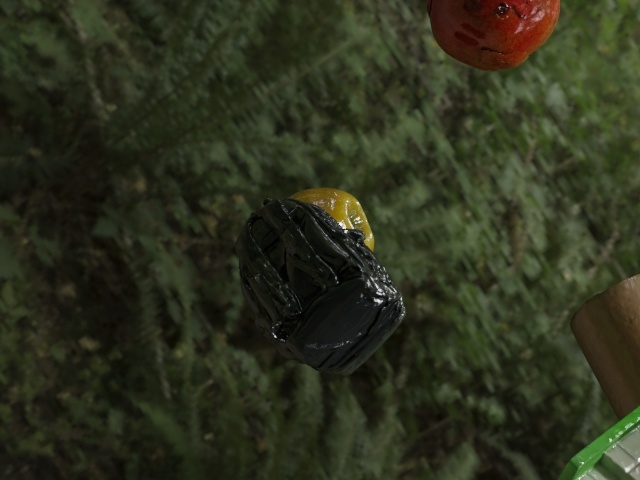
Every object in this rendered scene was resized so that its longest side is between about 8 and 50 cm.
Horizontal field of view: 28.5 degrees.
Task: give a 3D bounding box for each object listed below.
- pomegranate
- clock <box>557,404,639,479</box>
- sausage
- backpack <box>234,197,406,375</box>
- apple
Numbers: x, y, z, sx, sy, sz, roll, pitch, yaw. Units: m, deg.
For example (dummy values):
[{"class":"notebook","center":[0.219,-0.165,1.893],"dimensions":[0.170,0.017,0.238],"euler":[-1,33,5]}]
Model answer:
[{"class":"pomegranate","center":[0.271,-0.363,1.966],"dimensions":[0.210,0.210,0.235],"euler":[64,6,19]},{"class":"clock","center":[0.338,0.242,1.007],"dimensions":[0.220,0.106,0.255],"euler":[-26,55,-37]},{"class":"sausage","center":[0.375,0.168,1.352],"dimensions":[0.123,0.123,0.252],"euler":[18,42,-62]},{"class":"backpack","center":[-0.019,0.054,1.768],"dimensions":[0.258,0.206,0.133],"euler":[50,11,28]},{"class":"apple","center":[0.000,0.000,1.991],"dimensions":[0.182,0.155,0.182],"euler":[58,17,-29]}]
